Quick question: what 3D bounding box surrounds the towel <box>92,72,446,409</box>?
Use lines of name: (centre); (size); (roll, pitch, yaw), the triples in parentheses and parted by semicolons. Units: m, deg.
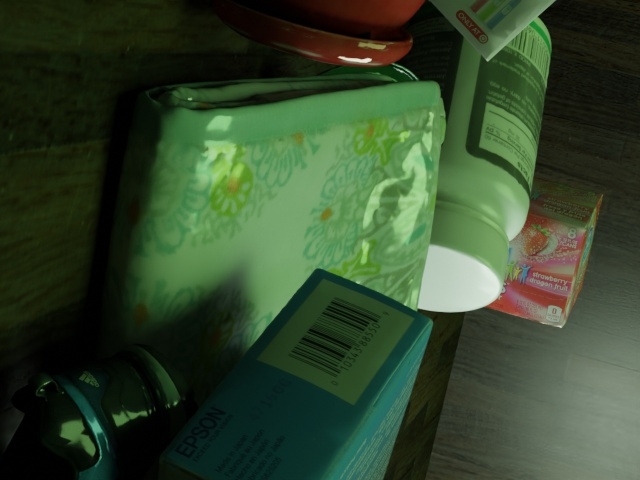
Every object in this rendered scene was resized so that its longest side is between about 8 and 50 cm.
towel: (-0.035, 0.022, 1.252); (0.374, 0.090, 0.321); (-11, 115, -50)

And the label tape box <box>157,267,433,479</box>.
label tape box: (-0.041, 0.231, 1.146); (0.249, 0.115, 0.348); (-51, 162, -50)

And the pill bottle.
pill bottle: (0.163, -0.110, 1.824); (0.204, 0.204, 0.361); (81, 19, -60)

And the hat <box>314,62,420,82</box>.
hat: (0.038, -0.038, 1.407); (0.208, 0.184, 0.173); (-40, 138, 19)

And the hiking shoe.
hiking shoe: (-0.196, 0.209, 1.061); (0.132, 0.113, 0.304); (-4, 118, -44)

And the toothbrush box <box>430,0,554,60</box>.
toothbrush box: (0.190, -0.351, 1.699); (0.122, 0.206, 0.283); (-42, -175, 28)

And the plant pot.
plant pot: (0.012, -0.236, 1.177); (0.191, 0.191, 0.174); (-38, 144, -69)

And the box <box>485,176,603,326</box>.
box: (0.213, -0.013, 2.016); (0.142, 0.299, 0.154); (-47, 148, -60)
